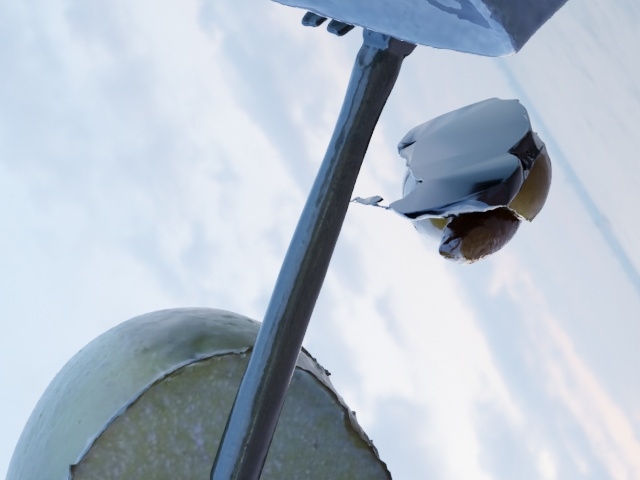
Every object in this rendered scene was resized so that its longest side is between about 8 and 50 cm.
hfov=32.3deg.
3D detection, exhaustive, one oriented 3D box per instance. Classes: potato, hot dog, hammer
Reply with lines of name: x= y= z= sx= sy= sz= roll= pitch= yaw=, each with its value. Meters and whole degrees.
potato: x=-0.149 y=0.278 z=1.163 sx=0.386 sy=0.442 sz=0.319 roll=13 pitch=-171 yaw=-30
hot dog: x=0.150 y=-0.044 z=1.134 sx=0.107 sy=0.194 sz=0.326 roll=64 pitch=-153 yaw=-16
hammer: x=0.000 y=0.000 z=0.890 sx=0.044 sy=0.439 sz=0.168 roll=25 pitch=-169 yaw=36

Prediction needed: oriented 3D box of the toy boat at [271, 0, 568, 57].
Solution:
toy boat: x=0.013 y=-0.247 z=0.582 sx=0.111 sy=0.276 sz=0.293 roll=123 pitch=157 yaw=-67
